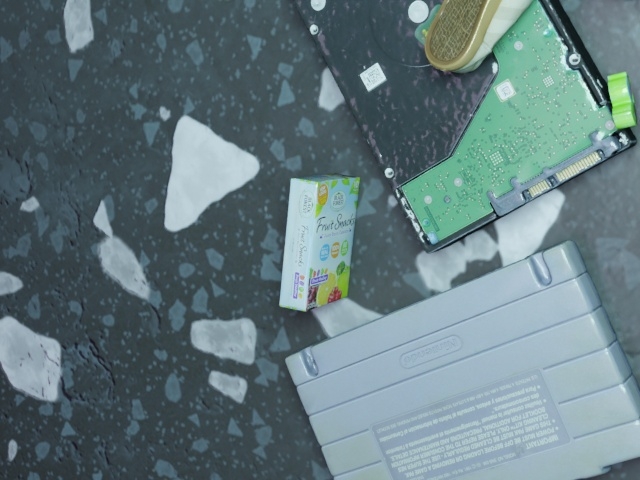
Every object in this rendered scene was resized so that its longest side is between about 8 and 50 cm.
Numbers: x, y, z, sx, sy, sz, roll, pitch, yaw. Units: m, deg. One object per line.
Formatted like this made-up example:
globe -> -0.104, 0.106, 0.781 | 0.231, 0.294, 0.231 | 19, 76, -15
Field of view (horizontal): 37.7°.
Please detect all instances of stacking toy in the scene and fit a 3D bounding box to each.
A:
stacking toy -> 0.309, -0.211, 0.780 | 0.167, 0.052, 0.221 | -9, 97, 29

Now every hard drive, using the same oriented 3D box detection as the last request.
hard drive -> 0.134, -0.187, 0.958 | 0.237, 0.064, 0.339 | -32, 81, 28

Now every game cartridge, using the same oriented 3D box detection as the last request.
game cartridge -> 0.150, 0.169, 1.003 | 0.355, 0.068, 0.230 | -25, 89, 28

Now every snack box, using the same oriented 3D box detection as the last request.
snack box -> 0.000, 0.000, 1.034 | 0.037, 0.100, 0.141 | 11, 102, 27

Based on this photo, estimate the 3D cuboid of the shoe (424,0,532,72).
shoe -> 0.170, -0.254, 0.868 | 0.076, 0.058, 0.219 | 43, 112, 38
